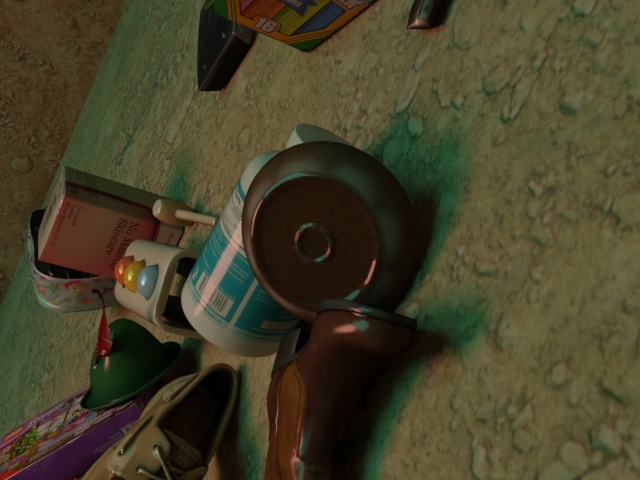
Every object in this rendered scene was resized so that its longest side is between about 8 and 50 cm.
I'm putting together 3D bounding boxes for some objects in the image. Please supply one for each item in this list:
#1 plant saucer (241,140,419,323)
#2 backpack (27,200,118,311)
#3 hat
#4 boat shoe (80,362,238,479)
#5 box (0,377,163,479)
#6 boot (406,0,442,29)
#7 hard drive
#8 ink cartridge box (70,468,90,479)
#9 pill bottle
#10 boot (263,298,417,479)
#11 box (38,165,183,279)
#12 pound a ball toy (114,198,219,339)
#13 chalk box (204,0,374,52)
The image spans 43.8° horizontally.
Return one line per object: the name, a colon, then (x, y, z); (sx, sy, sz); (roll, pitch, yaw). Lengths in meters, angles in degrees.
plant saucer: (0.000, 0.000, 0.805); (0.199, 0.198, 0.036); (-60, -13, 24)
backpack: (-0.511, 0.047, 1.708); (0.253, 0.225, 0.191); (-120, 31, -51)
hat: (-0.329, 0.138, 1.231); (0.208, 0.184, 0.173); (-19, 19, 29)
boat shoe: (-0.202, 0.278, 0.984); (0.110, 0.121, 0.341); (-38, 17, 35)
box: (-0.396, 0.308, 1.278); (0.293, 0.057, 0.201); (-31, 16, 2)
boot: (0.134, -0.279, 0.865); (0.114, 0.037, 0.106); (-64, 14, 9)
hard drive: (-0.185, -0.419, 1.544); (0.172, 0.054, 0.255); (-48, 35, 40)
ink cartridge box: (-0.337, 0.501, 1.178); (0.197, 0.114, 0.273); (-171, 94, -69)
pill bottle: (-0.049, -0.002, 0.928); (0.264, 0.146, 0.146); (-58, 30, 25)
boot: (-0.005, 0.208, 0.750); (0.264, 0.096, 0.281); (-29, 45, 55)
box: (-0.401, -0.022, 1.518); (0.149, 0.232, 0.127); (-62, 29, 21)
pound a ball toy: (-0.253, 0.030, 1.313); (0.319, 0.135, 0.208); (10, 83, 63)
chalk box: (-0.009, -0.409, 1.062); (0.289, 0.179, 0.180); (-21, 56, 58)
